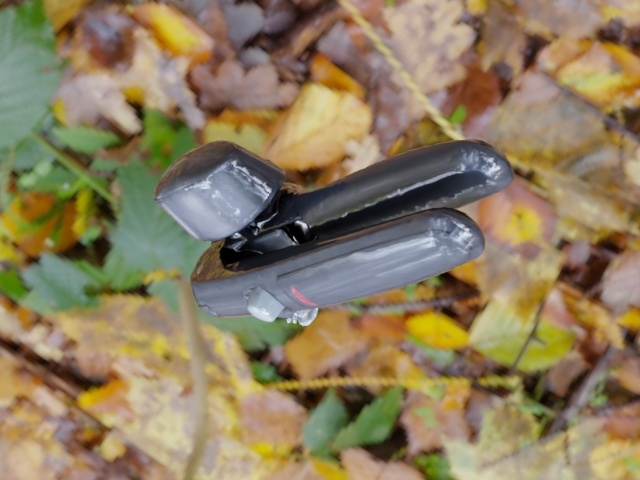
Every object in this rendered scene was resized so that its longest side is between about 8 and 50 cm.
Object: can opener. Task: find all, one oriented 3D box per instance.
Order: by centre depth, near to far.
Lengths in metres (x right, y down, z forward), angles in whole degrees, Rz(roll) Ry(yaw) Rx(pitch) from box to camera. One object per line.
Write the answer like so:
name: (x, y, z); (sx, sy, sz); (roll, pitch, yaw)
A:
can opener: (0.000, 0.000, 0.504); (0.073, 0.059, 0.186); (27, 165, -28)
